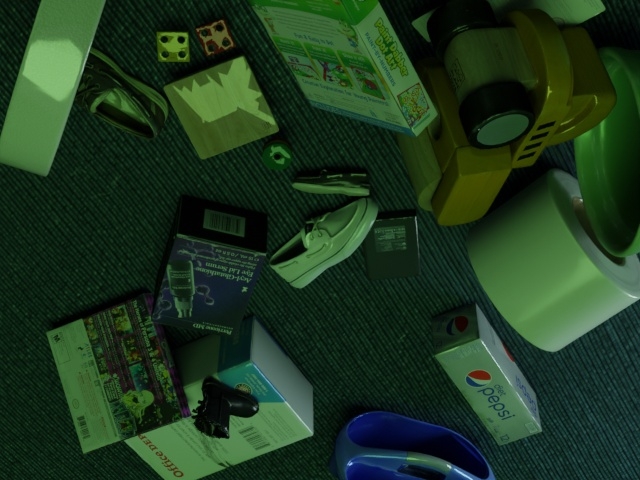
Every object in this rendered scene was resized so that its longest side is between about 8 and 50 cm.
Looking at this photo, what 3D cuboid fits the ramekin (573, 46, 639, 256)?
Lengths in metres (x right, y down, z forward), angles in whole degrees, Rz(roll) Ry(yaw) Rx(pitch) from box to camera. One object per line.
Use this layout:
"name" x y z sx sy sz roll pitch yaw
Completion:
"ramekin" 0.483 -0.134 1.635 0.148 0.303 0.303 -6 130 -5

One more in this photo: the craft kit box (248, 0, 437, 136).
"craft kit box" 0.018 -0.269 1.562 0.061 0.250 0.246 -48 128 -15

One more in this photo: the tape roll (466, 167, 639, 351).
"tape roll" 0.373 0.030 1.800 0.246 0.246 0.169 36 121 -26

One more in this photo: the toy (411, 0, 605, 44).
"toy" 0.264 -0.332 1.616 0.237 0.056 0.137 -26 134 27

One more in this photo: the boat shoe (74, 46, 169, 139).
"boat shoe" -0.327 -0.223 1.691 0.224 0.073 0.080 29 124 -23

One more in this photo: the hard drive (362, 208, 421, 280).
"hard drive" 0.119 0.010 1.923 0.094 0.022 0.135 -5 129 4

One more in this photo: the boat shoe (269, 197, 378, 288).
"boat shoe" 0.000 0.000 1.874 0.076 0.083 0.226 30 124 -24

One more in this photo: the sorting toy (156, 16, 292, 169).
"sorting toy" -0.150 -0.214 1.709 0.132 0.046 0.274 -20 120 12

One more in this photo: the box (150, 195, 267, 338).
"box" -0.186 0.047 1.897 0.153 0.108 0.207 12 128 -11

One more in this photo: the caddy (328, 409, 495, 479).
"caddy" 0.170 0.458 2.162 0.341 0.241 0.179 18 134 -15

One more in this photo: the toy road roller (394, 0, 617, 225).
"toy road roller" 0.264 -0.184 1.615 0.241 0.202 0.329 -7 152 -18

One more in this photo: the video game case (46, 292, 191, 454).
"video game case" -0.357 0.234 2.002 0.210 0.042 0.232 -22 82 17

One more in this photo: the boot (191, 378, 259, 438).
"boot" -0.162 0.298 1.945 0.121 0.099 0.045 32 122 -21

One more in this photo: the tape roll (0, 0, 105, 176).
"tape roll" -0.322 -0.275 1.449 0.072 0.392 0.392 18 127 -14

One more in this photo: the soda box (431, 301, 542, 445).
"soda box" 0.305 0.246 2.073 0.091 0.098 0.286 -23 126 19

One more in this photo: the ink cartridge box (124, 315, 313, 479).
"ink cartridge box" -0.198 0.301 2.094 0.308 0.129 0.223 -24 126 18

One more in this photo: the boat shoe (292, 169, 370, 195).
"boat shoe" 0.018 -0.095 1.825 0.125 0.038 0.046 4 172 3
